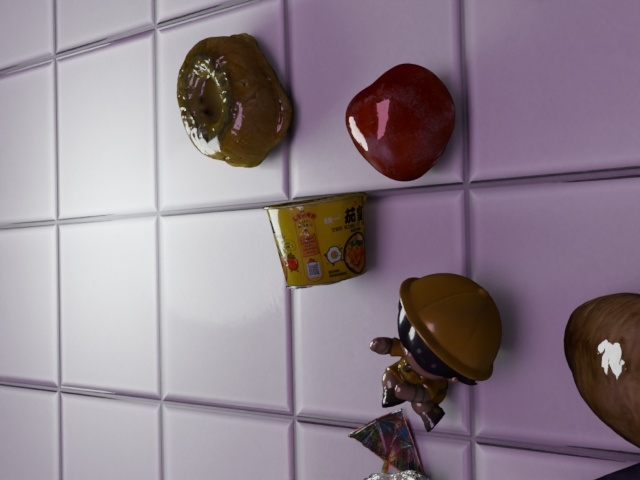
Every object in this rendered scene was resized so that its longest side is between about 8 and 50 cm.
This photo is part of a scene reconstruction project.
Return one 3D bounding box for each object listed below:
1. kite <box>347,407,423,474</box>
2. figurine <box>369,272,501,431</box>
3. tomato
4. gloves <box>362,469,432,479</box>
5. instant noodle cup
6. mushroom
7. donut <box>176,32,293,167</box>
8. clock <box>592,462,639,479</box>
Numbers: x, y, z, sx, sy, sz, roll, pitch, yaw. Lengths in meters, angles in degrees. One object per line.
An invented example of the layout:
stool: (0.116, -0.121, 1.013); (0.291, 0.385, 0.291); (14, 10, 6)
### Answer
kite: (0.119, 0.354, 1.726); (0.190, 0.010, 0.159); (30, 111, 40)
figurine: (0.178, 0.159, 1.571); (0.192, 0.167, 0.256); (47, 143, 19)
tomato: (0.129, -0.187, 1.628); (0.187, 0.151, 0.187); (0, 89, 38)
gloves: (0.136, 0.424, 1.662); (0.153, 0.070, 0.114); (-16, 113, 46)
instant noodle cup: (0.000, 0.000, 1.740); (0.182, 0.182, 0.144); (-6, 95, 44)
mushroom: (0.420, 0.182, 1.258); (0.397, 0.314, 0.224); (12, 95, 49)
donut: (-0.171, -0.259, 1.929); (0.208, 0.128, 0.261); (-48, 57, 33)
clock: (0.356, 0.368, 1.372); (0.145, 0.193, 0.073); (-41, 64, 36)
